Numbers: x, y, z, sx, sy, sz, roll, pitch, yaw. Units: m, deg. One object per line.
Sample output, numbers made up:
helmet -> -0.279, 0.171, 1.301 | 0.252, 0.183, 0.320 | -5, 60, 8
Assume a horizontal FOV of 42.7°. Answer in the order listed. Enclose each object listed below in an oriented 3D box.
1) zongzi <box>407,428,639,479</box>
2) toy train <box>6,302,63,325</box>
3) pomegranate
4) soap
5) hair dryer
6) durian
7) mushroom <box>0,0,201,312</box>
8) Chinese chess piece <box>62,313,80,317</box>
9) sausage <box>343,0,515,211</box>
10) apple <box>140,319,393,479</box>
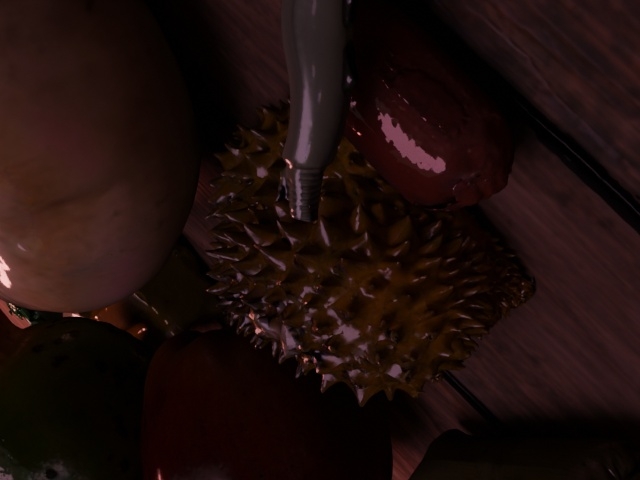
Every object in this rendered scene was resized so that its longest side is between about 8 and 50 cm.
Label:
zongzi -> 0.187, 0.225, 0.582 | 0.204, 0.094, 0.205 | 50, 148, -11
toy train -> -0.421, 0.057, 1.145 | 0.251, 0.085, 0.119 | 48, 154, 3
pomegranate -> -0.258, 0.151, 0.781 | 0.231, 0.231, 0.286 | 23, 139, 34
soap -> -0.198, 0.062, 0.883 | 0.135, 0.076, 0.233 | 51, 149, -5
hair dryer -> 0.042, -0.132, 0.351 | 0.219, 0.088, 0.225 | -11, 95, 37
durian -> -0.005, 0.011, 0.554 | 0.249, 0.138, 0.183 | 20, 147, 46
mushroom -> -0.272, -0.101, 0.614 | 0.353, 0.353, 0.325 | 30, 113, 27
Chinese chess piece -> -0.279, 0.117, 1.060 | 0.122, 0.051, 0.122 | 31, 144, 26
sausage -> 0.045, -0.075, 0.450 | 0.141, 0.076, 0.076 | 49, 148, -1
apple -> -0.049, 0.176, 0.709 | 0.234, 0.234, 0.234 | 31, 144, 26
